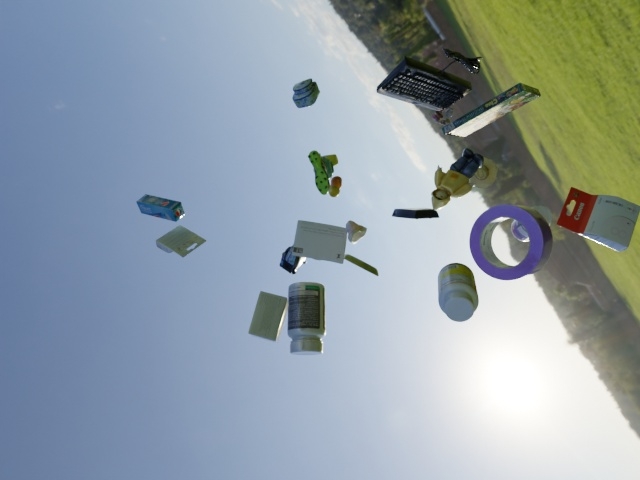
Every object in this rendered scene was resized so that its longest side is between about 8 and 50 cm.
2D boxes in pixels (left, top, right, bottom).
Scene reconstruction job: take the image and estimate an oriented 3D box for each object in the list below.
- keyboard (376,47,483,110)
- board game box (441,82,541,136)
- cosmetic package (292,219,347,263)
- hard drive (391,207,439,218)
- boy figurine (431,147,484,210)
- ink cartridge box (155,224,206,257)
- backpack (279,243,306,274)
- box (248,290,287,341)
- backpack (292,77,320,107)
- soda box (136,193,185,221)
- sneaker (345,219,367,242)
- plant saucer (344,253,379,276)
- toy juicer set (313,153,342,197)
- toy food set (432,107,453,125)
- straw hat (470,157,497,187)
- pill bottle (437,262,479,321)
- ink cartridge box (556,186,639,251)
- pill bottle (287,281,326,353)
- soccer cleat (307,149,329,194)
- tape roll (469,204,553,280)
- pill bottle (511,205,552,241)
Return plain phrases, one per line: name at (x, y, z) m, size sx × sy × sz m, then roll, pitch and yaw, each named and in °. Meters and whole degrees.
keyboard at (0.314, -0.433, 1.209) m, size 0.317 × 0.201 × 0.033 m, roll -3°, pitch -116°, yaw -42°
board game box at (0.510, -0.387, 1.357) m, size 0.136 × 0.260 × 0.030 m, roll -6°, pitch -104°, yaw -43°
cosmetic package at (0.000, 0.000, 1.969) m, size 0.385 × 0.217 × 0.156 m, roll -148°, pitch 67°, yaw -88°
hard drive at (0.518, -0.150, 2.473) m, size 0.255 × 0.172 × 0.054 m, roll -162°, pitch 70°, yaw -71°
boy figurine at (0.545, -0.250, 1.864) m, size 0.177 × 0.285 × 0.092 m, roll 39°, pitch 170°, yaw 23°
ink cartridge box at (-0.620, 0.012, 2.012) m, size 0.179 × 0.045 × 0.145 m, roll 28°, pitch -133°, yaw 22°
backpack at (-0.150, 0.084, 2.600) m, size 0.117 × 0.173 × 0.158 m, roll 28°, pitch -140°, yaw 15°
box at (-0.212, 0.321, 1.868) m, size 0.181 × 0.119 × 0.181 m, roll 99°, pitch -175°, yaw -74°
backpack at (-0.065, -0.600, 1.838) m, size 0.084 × 0.105 × 0.114 m, roll 57°, pitch -147°, yaw -41°
soda box at (-0.729, -0.149, 2.051) m, size 0.067 × 0.210 × 0.071 m, roll -56°, pitch -29°, yaw -42°
sneaker at (0.108, -0.032, 1.561) m, size 0.070 × 0.051 × 0.134 m, roll 29°, pitch -157°, yaw 18°
plant saucer at (0.224, 0.130, 2.490) m, size 0.241 × 0.037 × 0.241 m, roll 28°, pitch 179°, yaw 0°
toy juicer set at (0.019, -0.295, 2.083) m, size 0.329 × 0.090 × 0.209 m, roll -33°, pitch -70°, yaw -71°
toy food set at (0.473, -0.484, 1.756) m, size 0.078 × 0.019 × 0.122 m, roll 25°, pitch 166°, yaw 16°
straw hat at (0.749, -0.317, 2.094) m, size 0.061 × 0.144 × 0.144 m, roll -6°, pitch -117°, yaw -57°
pill bottle at (0.422, 0.160, 1.386) m, size 0.117 × 0.117 × 0.215 m, roll 52°, pitch -156°, yaw -9°
ink cartridge box at (1.008, -0.089, 1.627) m, size 0.232 × 0.189 × 0.066 m, roll 28°, pitch 160°, yaw 9°
pill bottle at (-0.073, 0.414, 2.381) m, size 0.204 × 0.204 × 0.361 m, roll 27°, pitch -124°, yaw -50°
soccer cleat at (0.005, -0.259, 1.712) m, size 0.072 × 0.060 × 0.178 m, roll -5°, pitch -103°, yaw -60°
tape roll at (0.691, 0.006, 1.645) m, size 0.090 × 0.275 × 0.274 m, roll -3°, pitch -122°, yaw -41°
pill bottle at (0.819, -0.068, 1.738) m, size 0.108 × 0.108 × 0.193 m, roll 61°, pitch 179°, yaw 15°
